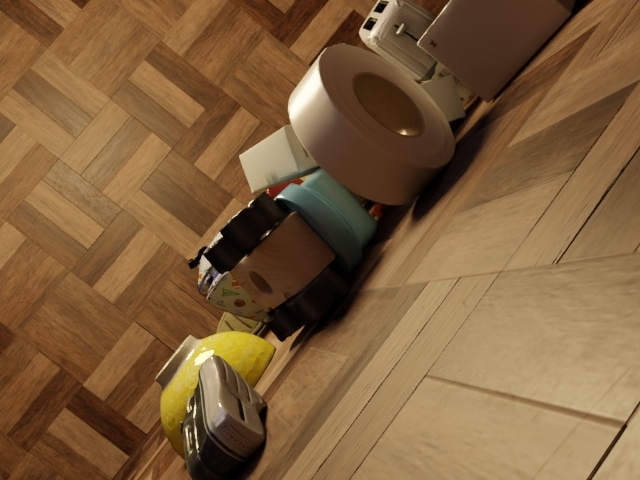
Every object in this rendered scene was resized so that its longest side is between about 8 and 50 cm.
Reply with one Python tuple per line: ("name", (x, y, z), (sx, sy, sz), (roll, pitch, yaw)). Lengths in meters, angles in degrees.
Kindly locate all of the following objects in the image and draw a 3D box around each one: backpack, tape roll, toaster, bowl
("backpack", (-0.166, 0.061, 2.185), (0.263, 0.276, 0.213), (-60, 26, 31))
("tape roll", (0.088, -0.199, 1.470), (0.100, 0.286, 0.286), (-49, 5, 36))
("toaster", (0.169, -0.410, 1.735), (0.129, 0.146, 0.227), (-55, 14, 12))
("bowl", (-0.239, 0.283, 1.757), (0.289, 0.156, 0.289), (-51, 5, 6))

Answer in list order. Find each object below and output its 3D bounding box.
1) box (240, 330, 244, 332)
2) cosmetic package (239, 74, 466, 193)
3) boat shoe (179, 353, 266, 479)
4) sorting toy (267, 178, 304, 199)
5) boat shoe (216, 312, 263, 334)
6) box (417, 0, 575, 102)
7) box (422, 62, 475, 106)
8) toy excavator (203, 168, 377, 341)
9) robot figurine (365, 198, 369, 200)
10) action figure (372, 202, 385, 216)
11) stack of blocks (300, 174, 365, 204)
("box", (-0.242, 0.314, 2.320), (0.137, 0.027, 0.094), (-51, 14, 10))
("cosmetic package", (0.057, -0.209, 1.745), (0.377, 0.098, 0.284), (-20, 0, -23))
("boat shoe", (-0.159, 0.261, 1.283), (0.119, 0.121, 0.335), (-47, 6, 1))
("sorting toy", (-0.004, -0.115, 1.989), (0.365, 0.127, 0.126), (-30, -3, -37))
("boat shoe", (-0.170, 0.175, 2.417), (0.302, 0.113, 0.103), (-53, -16, 0))
("box", (0.340, -0.435, 1.583), (0.215, 0.168, 0.345), (-48, 5, 36))
("box", (0.322, -0.411, 1.868), (0.149, 0.126, 0.232), (-48, 5, 41))
("toy excavator", (0.006, -0.033, 1.652), (0.445, 0.222, 0.433), (-43, 2, -25))
("robot figurine", (0.125, -0.146, 2.130), (0.115, 0.067, 0.101), (-50, 2, 21))
("action figure", (0.128, -0.080, 1.793), (0.038, 0.030, 0.115), (-55, 6, 33))
("stack of blocks", (0.023, -0.180, 2.125), (0.171, 0.087, 0.297), (-42, -38, -27))
